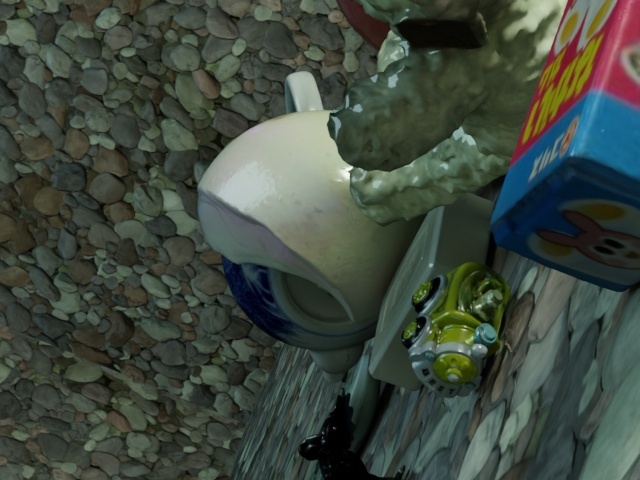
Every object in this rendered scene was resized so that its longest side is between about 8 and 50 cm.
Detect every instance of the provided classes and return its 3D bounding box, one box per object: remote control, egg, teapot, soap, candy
[{"bbox_3d":[0.025,0.245,1.603,0.097,0.045,0.256,-71,2,-62],"label":"remote control"},{"bbox_3d":[0.008,-0.040,1.451,0.206,0.271,0.162,-64,4,1],"label":"egg"},{"bbox_3d":[0.000,0.000,1.682,0.280,0.252,0.424,-121,22,-73],"label":"teapot"},{"bbox_3d":[0.111,0.049,1.338,0.121,0.064,0.183,-74,6,-45],"label":"soap"},{"bbox_3d":[0.204,-0.135,0.775,0.157,0.100,0.306,127,166,-73],"label":"candy"}]

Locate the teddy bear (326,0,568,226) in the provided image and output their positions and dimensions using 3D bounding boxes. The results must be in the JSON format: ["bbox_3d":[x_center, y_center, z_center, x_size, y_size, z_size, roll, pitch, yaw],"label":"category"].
[{"bbox_3d":[0.050,-0.203,1.043,0.375,0.362,0.327,-14,56,52],"label":"teddy bear"}]

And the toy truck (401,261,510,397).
[{"bbox_3d":[0.117,0.072,1.091,0.077,0.076,0.111,-37,25,43],"label":"toy truck"}]

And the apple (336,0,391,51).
[{"bbox_3d":[0.171,-0.380,1.731,0.345,0.269,0.345,-46,21,23],"label":"apple"}]

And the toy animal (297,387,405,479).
[{"bbox_3d":[0.024,0.218,1.245,0.062,0.108,0.220,-59,9,32],"label":"toy animal"}]
